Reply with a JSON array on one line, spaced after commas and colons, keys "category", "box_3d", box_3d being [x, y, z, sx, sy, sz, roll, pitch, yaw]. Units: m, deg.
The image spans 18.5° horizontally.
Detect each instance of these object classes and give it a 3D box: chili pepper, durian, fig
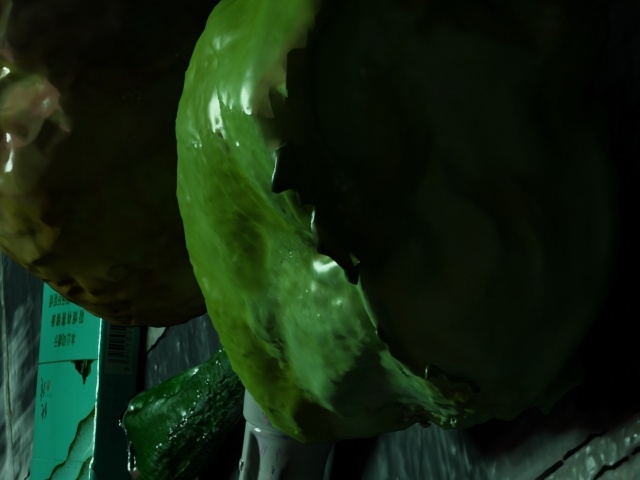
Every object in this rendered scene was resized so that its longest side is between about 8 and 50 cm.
[{"category": "chili pepper", "box_3d": [-0.064, 0.104, 1.332, 0.227, 0.059, 0.088, -40, 53, 50]}, {"category": "durian", "box_3d": [0.027, -0.026, 0.992, 0.339, 0.204, 0.256, -26, 73, 62]}, {"category": "fig", "box_3d": [-0.073, -0.123, 1.262, 0.368, 0.286, 0.286, -35, 46, 18]}]

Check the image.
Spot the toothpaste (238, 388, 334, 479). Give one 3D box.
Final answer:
[{"category": "toothpaste", "box_3d": [0.000, 0.000, 1.187, 0.066, 0.100, 0.323, -45, -37, -80]}]

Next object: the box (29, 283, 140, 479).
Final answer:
[{"category": "box", "box_3d": [-0.193, 0.132, 1.604, 0.161, 0.042, 0.226, 170, 105, -65]}]
